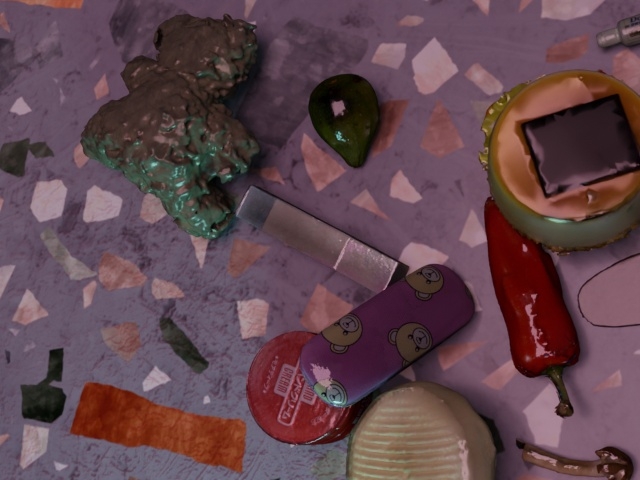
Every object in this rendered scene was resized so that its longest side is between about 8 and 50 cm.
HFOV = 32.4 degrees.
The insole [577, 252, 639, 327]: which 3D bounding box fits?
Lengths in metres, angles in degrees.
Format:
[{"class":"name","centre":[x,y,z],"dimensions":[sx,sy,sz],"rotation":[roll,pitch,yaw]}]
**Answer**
[{"class":"insole","centre":[0.557,0.060,1.698],"dimensions":[0.328,0.007,0.111],"rotation":[-15,77,20]}]

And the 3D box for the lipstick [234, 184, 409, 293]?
[{"class":"lipstick","centre":[0.000,0.000,1.909],"dimensions":[0.317,0.066,0.068],"rotation":[28,92,24]}]

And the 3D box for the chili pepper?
[{"class":"chili pepper","centre":[0.331,0.098,1.739],"dimensions":[0.110,0.110,0.387],"rotation":[-22,68,18]}]

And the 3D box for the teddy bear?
[{"class":"teddy bear","centre":[-0.235,-0.239,2.000],"dimensions":[0.357,0.224,0.367],"rotation":[35,81,25]}]

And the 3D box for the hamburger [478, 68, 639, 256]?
[{"class":"hamburger","centre":[0.390,-0.127,1.702],"dimensions":[0.276,0.179,0.294],"rotation":[-21,74,9]}]

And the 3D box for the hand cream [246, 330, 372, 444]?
[{"class":"hand cream","centre":[-0.016,0.248,1.846],"dimensions":[0.193,0.125,0.193],"rotation":[-3,82,22]}]

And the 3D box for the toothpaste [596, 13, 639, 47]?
[{"class":"toothpaste","centre":[0.565,-0.352,1.743],"dimensions":[0.255,0.037,0.067],"rotation":[-15,70,17]}]

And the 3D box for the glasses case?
[{"class":"glasses case","centre":[0.110,0.149,1.762],"dimensions":[0.316,0.076,0.123],"rotation":[-32,75,-23]}]

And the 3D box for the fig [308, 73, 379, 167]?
[{"class":"fig","centre":[0.049,-0.205,1.912],"dimensions":[0.123,0.123,0.156],"rotation":[-13,115,21]}]

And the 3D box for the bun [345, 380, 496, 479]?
[{"class":"bun","centre":[0.172,0.357,1.724],"dimensions":[0.287,0.146,0.287],"rotation":[-4,85,51]}]

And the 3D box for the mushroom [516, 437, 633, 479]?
[{"class":"mushroom","centre":[0.387,0.340,1.700],"dimensions":[0.187,0.061,0.060],"rotation":[4,88,27]}]
